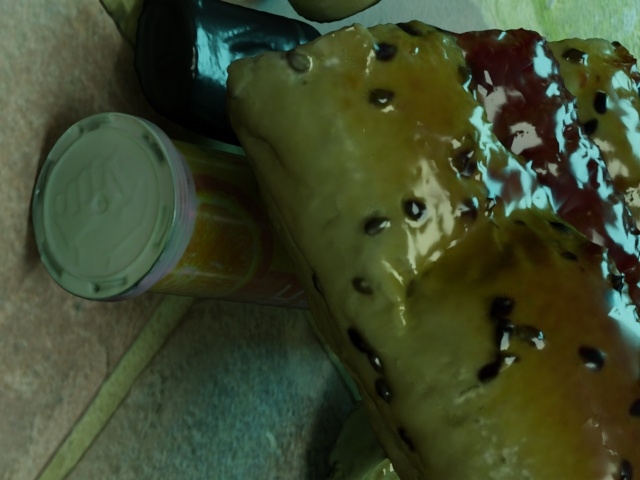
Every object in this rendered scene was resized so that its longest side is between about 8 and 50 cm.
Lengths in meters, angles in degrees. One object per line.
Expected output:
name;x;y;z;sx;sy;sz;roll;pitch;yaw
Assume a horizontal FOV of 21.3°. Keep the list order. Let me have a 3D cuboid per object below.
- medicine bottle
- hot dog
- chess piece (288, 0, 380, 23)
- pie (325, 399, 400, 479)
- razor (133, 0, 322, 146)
medicine bottle;0.000;0.000;1.124;0.426;0.108;0.108;9;91;-54
hot dog;0.132;0.054;1.012;0.367;0.196;0.365;-8;77;-58
chess piece;-0.025;-0.233;1.054;0.090;0.090;0.200;-61;138;-24
pie;0.104;0.193;1.310;0.274;0.055;0.274;-18;122;-32
razor;-0.054;-0.105;1.062;0.148;0.054;0.090;10;71;-52
